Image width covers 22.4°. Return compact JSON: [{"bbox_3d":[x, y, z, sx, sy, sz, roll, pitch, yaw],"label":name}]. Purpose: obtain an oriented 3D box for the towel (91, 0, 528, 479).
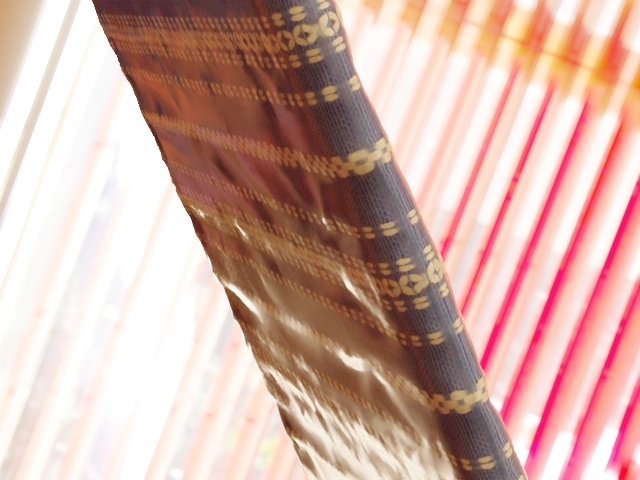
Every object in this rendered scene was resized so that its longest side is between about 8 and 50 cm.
[{"bbox_3d":[0.000,0.000,0.546,0.040,0.336,0.243,-27,-165,-13],"label":"towel"}]
